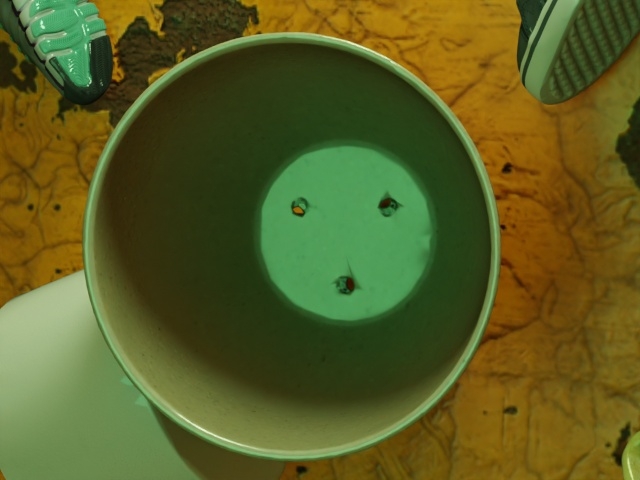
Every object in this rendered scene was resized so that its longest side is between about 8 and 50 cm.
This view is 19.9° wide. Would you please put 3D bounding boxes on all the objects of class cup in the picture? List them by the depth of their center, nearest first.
[{"bbox_3d":[0.000,0.000,1.511,0.331,0.237,0.331,1,93,13],"label":"cup"}]

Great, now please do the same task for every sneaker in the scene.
[{"bbox_3d":[0.224,-0.268,1.449,0.127,0.126,0.321,42,120,29],"label":"sneaker"},{"bbox_3d":[-0.275,-0.214,1.731,0.098,0.083,0.223,-39,75,45],"label":"sneaker"}]

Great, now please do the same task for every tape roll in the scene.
[{"bbox_3d":[-0.160,0.135,1.617,0.169,0.246,0.246,-21,88,25],"label":"tape roll"}]

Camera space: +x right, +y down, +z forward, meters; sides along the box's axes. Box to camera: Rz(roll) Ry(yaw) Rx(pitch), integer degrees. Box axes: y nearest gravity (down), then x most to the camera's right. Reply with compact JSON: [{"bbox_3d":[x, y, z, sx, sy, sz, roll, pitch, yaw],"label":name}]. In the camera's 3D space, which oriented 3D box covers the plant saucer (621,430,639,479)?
[{"bbox_3d":[0.419,0.248,1.369,0.333,0.081,0.332,-24,48,21],"label":"plant saucer"}]
